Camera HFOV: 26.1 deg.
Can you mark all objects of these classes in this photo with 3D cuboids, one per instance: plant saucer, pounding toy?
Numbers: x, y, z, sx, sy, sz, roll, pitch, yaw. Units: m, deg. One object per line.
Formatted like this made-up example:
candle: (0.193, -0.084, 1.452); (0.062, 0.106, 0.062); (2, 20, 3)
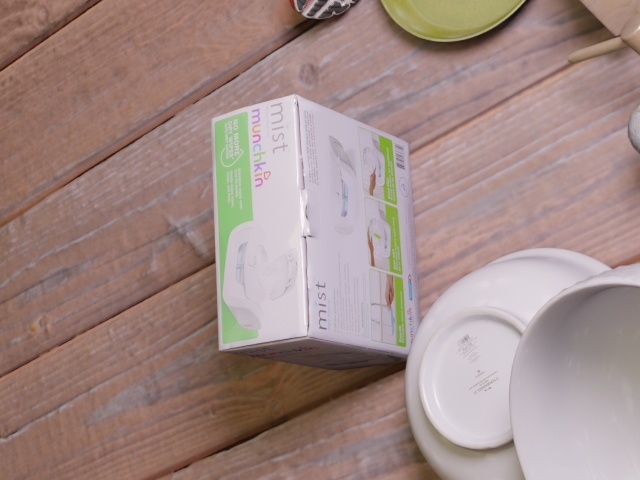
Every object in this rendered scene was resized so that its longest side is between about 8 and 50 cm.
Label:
plant saucer: (0.170, -0.340, 1.583); (0.241, 0.037, 0.241); (-8, 75, 34)
pounding toy: (0.292, -0.265, 1.383); (0.181, 0.094, 0.206); (-40, 26, 23)

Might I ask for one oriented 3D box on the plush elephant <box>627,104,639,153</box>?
plush elephant: (0.447, -0.198, 1.219); (0.330, 0.272, 0.255); (-1, 94, 8)

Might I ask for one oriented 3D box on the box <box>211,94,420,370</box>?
box: (0.000, 0.000, 1.519); (0.127, 0.231, 0.262); (-12, 75, 34)

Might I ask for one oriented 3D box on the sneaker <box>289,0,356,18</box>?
sneaker: (0.018, -0.402, 1.688); (0.118, 0.107, 0.279); (13, 85, 56)

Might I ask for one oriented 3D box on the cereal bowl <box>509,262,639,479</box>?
cereal bowl: (0.330, 0.170, 1.191); (0.339, 0.141, 0.339); (27, 128, 41)

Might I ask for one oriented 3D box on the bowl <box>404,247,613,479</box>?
bowl: (0.194, 0.145, 1.409); (0.298, 0.134, 0.298); (-8, 77, 34)
